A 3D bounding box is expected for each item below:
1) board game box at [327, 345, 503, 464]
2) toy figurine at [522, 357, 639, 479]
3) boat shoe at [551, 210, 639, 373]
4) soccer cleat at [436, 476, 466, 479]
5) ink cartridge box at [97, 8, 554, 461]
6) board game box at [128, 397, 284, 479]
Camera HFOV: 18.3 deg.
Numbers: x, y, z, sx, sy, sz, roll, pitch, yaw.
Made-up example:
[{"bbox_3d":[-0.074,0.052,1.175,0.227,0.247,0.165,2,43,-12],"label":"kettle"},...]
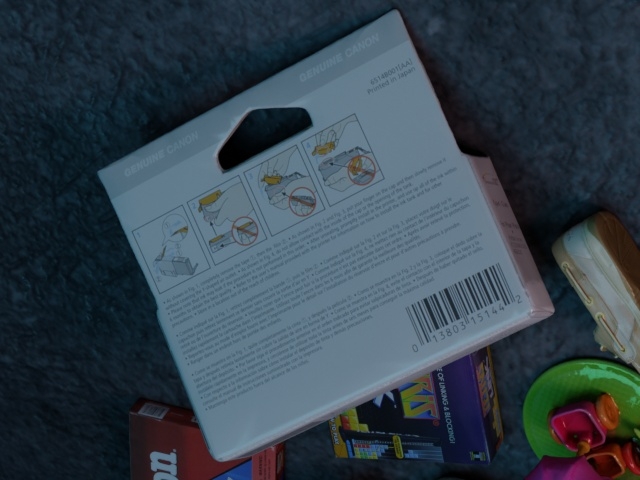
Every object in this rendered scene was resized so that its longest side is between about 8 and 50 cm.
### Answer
[{"bbox_3d":[0.069,0.102,1.643,0.141,0.048,0.170,0,118,24],"label":"board game box"},{"bbox_3d":[0.213,0.206,1.572,0.130,0.159,0.173,-21,108,31],"label":"toy figurine"},{"bbox_3d":[0.237,0.059,1.543,0.059,0.063,0.170,-26,96,35],"label":"boat shoe"},{"bbox_3d":[0.179,0.251,1.674,0.196,0.076,0.068,26,132,32],"label":"soccer cleat"},{"bbox_3d":[0.000,0.000,1.573,0.296,0.066,0.261,-26,79,21],"label":"ink cartridge box"},{"bbox_3d":[-0.104,0.282,1.832,0.145,0.027,0.281,12,121,18],"label":"board game box"}]
